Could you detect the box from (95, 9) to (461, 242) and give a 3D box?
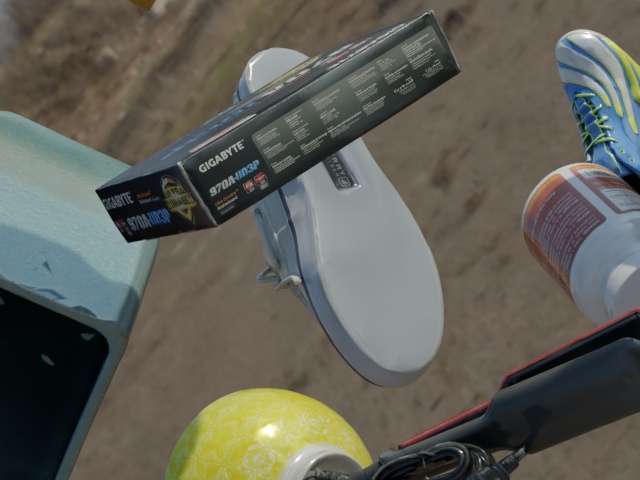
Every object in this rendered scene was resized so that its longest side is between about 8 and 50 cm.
[{"bbox_3d":[-0.033,-0.077,1.000,0.220,0.051,0.175,-34,12,-24],"label":"box"}]

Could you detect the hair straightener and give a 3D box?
[{"bbox_3d":[0.080,0.106,0.761,0.230,0.047,0.089,-24,10,26],"label":"hair straightener"}]

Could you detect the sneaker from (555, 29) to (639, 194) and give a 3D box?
[{"bbox_3d":[0.333,-0.126,1.603,0.091,0.240,0.126,-33,2,32],"label":"sneaker"}]

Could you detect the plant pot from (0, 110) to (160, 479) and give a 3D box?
[{"bbox_3d":[-0.273,0.031,1.228,0.252,0.247,0.248,-72,7,-51],"label":"plant pot"}]

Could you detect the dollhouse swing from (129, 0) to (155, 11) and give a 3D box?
[{"bbox_3d":[-0.224,-0.496,1.444,0.315,0.347,0.305,-48,14,55],"label":"dollhouse swing"}]

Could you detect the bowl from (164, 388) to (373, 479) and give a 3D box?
[{"bbox_3d":[-0.026,0.312,1.693,0.156,0.289,0.289,-17,34,52],"label":"bowl"}]

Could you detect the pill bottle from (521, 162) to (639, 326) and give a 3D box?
[{"bbox_3d":[0.282,0.015,1.367,0.121,0.121,0.216,-48,24,10],"label":"pill bottle"}]

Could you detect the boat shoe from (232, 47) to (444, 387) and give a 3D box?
[{"bbox_3d":[-0.008,0.000,1.394,0.136,0.367,0.156,-13,-26,-31],"label":"boat shoe"}]
